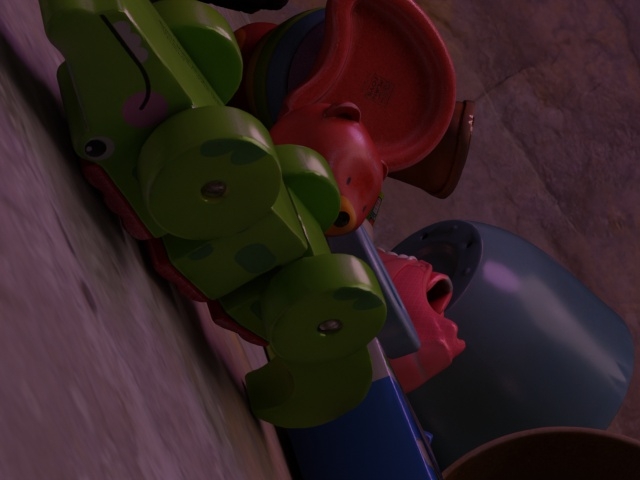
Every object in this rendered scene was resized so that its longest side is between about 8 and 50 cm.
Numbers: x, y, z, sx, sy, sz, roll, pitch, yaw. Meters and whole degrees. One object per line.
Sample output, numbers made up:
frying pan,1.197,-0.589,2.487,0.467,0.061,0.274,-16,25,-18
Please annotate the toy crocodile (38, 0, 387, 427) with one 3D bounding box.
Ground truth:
toy crocodile,-0.054,-0.018,0.796,0.340,0.105,0.115,53,11,-49

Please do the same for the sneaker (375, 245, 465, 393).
sneaker,0.073,0.063,1.664,0.314,0.136,0.116,-111,175,-57

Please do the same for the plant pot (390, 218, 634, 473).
plant pot,0.179,0.117,1.829,0.235,0.293,0.293,45,13,-28

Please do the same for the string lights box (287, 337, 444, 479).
string lights box,0.055,0.201,0.931,0.133,0.077,0.259,63,4,-48

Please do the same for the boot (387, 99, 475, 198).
boot,0.039,-0.129,1.702,0.283,0.220,0.109,-153,-100,-76

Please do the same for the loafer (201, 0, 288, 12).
loafer,-0.095,-0.296,1.498,0.366,0.134,0.130,-141,-116,-79

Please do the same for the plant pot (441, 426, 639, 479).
plant pot,0.182,0.306,1.157,0.254,0.237,0.237,82,-11,-48

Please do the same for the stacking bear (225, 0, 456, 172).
stacking bear,-0.009,-0.155,1.522,0.164,0.175,0.289,26,-4,-29

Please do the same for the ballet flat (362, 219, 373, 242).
ballet flat,0.000,0.000,1.507,0.248,0.086,0.086,39,25,-61

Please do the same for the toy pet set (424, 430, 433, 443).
toy pet set,0.065,0.174,1.361,0.122,0.065,0.114,65,3,7

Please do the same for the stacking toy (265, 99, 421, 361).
stacking toy,0.033,0.057,1.194,0.279,0.130,0.309,66,4,30

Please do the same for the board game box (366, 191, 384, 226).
board game box,0.001,-0.066,1.700,0.181,0.092,0.043,38,70,-70
